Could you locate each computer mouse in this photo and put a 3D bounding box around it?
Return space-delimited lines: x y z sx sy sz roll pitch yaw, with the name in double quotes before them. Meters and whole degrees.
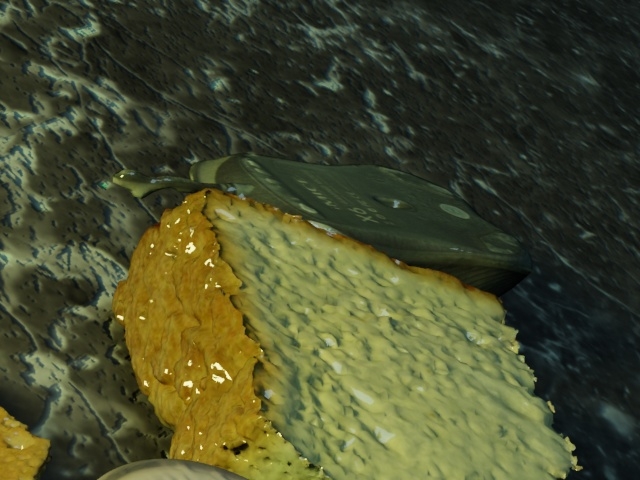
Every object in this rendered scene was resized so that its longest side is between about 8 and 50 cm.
"computer mouse" 0.000 0.000 1.415 0.379 0.090 0.167 10 19 -37

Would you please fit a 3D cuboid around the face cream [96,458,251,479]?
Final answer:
"face cream" -0.073 0.215 0.921 0.177 0.153 0.177 26 29 -16

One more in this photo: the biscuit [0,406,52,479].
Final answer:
"biscuit" -0.210 0.120 1.010 0.131 0.026 0.237 8 27 1

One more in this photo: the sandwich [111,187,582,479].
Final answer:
"sandwich" 0.022 0.128 1.196 0.262 0.131 0.325 21 27 -27
